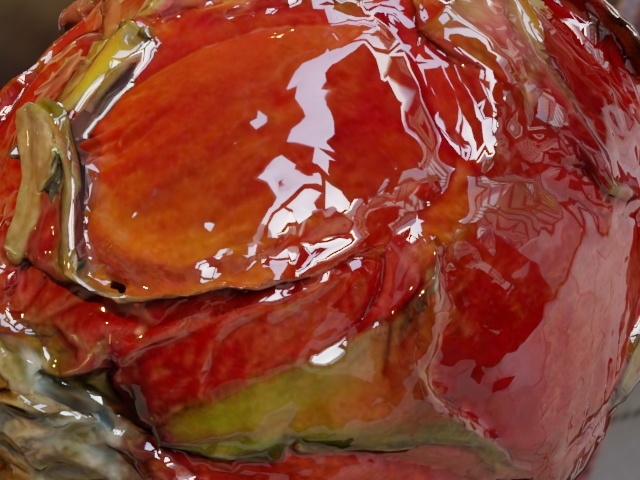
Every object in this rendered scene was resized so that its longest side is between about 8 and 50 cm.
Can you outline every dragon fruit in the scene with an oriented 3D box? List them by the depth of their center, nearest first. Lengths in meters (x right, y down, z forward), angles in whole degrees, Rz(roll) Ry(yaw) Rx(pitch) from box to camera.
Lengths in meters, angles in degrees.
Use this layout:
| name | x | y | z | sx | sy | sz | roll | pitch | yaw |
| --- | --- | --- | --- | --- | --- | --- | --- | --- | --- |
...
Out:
| name | x | y | z | sx | sy | sz | roll | pitch | yaw |
| --- | --- | --- | --- | --- | --- | --- | --- | --- | --- |
| dragon fruit | 0.000 | 0.000 | 0.770 | 0.277 | 0.277 | 0.342 | -21 | 22 | 46 |
